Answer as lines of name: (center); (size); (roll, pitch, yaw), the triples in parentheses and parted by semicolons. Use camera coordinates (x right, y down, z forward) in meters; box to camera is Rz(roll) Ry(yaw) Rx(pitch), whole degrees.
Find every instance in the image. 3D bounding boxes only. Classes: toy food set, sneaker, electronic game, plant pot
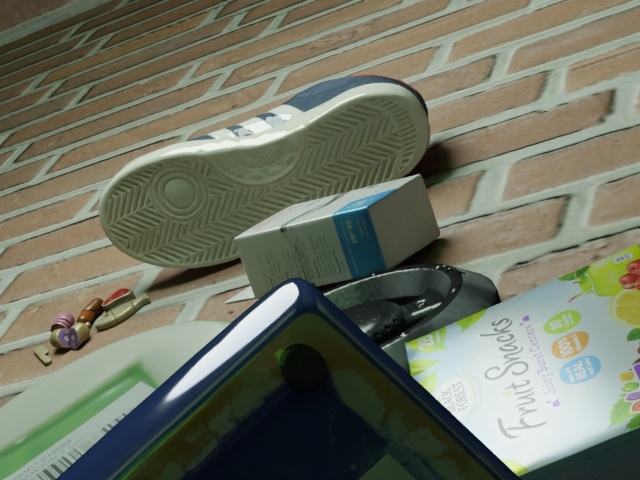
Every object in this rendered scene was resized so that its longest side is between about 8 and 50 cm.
toy food set: (-0.235, 0.078, 1.484); (0.122, 0.019, 0.078); (-33, 22, -15)
sneaker: (-0.051, -0.074, 1.493); (0.350, 0.131, 0.148); (-16, 16, 14)
electronic game: (0.028, 0.079, 1.126); (0.229, 0.048, 0.229); (-21, 15, 6)
plant pot: (-0.019, 0.171, 0.613); (0.236, 0.236, 0.212); (-41, -12, -28)

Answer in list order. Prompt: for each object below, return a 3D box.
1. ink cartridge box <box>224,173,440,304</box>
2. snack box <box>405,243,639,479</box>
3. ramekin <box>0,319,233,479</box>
ink cartridge box: (0.000, 0.000, 1.296); (0.180, 0.060, 0.104); (-13, 11, 34)
snack box: (0.149, 0.101, 0.903); (0.175, 0.070, 0.207); (-24, 20, 9)
ramekin: (-0.117, 0.182, 0.925); (0.303, 0.148, 0.303); (-24, 21, 10)
